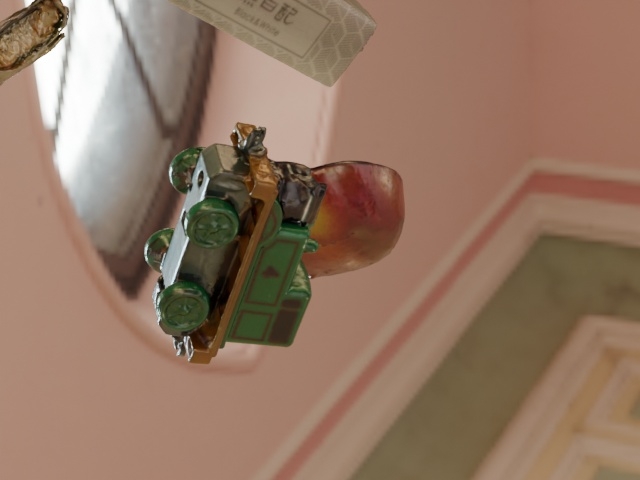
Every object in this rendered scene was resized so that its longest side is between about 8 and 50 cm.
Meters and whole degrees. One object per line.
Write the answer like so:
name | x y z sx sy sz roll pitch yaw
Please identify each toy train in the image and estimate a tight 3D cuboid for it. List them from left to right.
toy train | -0.063 0.007 1.319 0.136 0.227 0.091 10 -148 -22

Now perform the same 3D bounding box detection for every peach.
peach | 0.001 0.003 1.621 0.189 0.279 0.068 -15 -110 4

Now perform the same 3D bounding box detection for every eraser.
eraser | -0.100 -0.277 1.664 0.404 0.098 0.096 22 -160 -51

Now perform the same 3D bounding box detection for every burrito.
burrito | -0.230 -0.113 1.085 0.149 0.041 0.055 -26 -148 29
